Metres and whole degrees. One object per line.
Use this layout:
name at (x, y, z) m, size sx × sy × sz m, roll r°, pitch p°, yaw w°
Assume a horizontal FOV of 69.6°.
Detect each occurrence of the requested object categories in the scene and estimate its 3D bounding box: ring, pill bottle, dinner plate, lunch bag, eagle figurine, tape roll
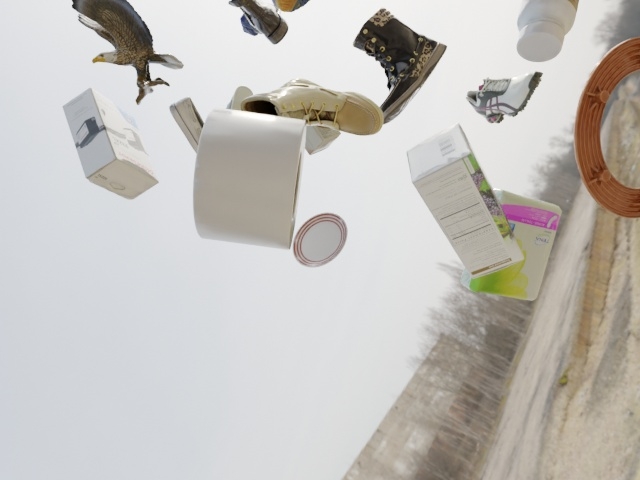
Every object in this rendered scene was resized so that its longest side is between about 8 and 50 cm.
ring at (0.613, -0.208, 0.864) m, size 0.335 × 0.032 × 0.338 m, roll -3°, pitch -81°, yaw -19°
pill bottle at (0.558, -0.565, 1.129) m, size 0.131 × 0.131 × 0.230 m, roll 49°, pitch -123°, yaw -63°
dinner plate at (0.000, 0.000, 1.044) m, size 0.141 × 0.141 × 0.017 m, roll -60°, pitch -38°, yaw -15°
lunch bag at (-0.242, -0.786, 1.640) m, size 0.099 × 0.067 × 0.065 m, roll -61°, pitch -12°, yaw -16°
eagle figurine at (-0.579, -0.580, 1.354) m, size 0.299 × 0.226 × 0.225 m, roll 66°, pitch -155°, yaw -9°
tape roll at (-0.124, -0.112, 0.858) m, size 0.246 × 0.168 × 0.247 m, roll -173°, pitch 90°, yaw -89°

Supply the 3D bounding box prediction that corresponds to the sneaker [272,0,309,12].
sneaker at (-0.035, -0.519, 0.709) m, size 0.111 × 0.130 × 0.297 m, roll -26°, pitch -34°, yaw -52°

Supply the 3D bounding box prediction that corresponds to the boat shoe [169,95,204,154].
boat shoe at (-0.395, -0.354, 1.549) m, size 0.268 × 0.088 × 0.096 m, roll 60°, pitch -172°, yaw -21°

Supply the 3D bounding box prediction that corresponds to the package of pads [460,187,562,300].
package of pads at (0.554, 0.017, 1.337) m, size 0.228 × 0.101 × 0.297 m, roll 11°, pitch -83°, yaw -20°

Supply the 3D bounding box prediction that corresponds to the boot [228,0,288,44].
boot at (-0.202, -0.640, 1.203) m, size 0.091 × 0.263 × 0.228 m, roll -48°, pitch -48°, yaw 13°

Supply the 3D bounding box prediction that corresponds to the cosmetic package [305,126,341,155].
cosmetic package at (-0.060, -0.570, 2.172) m, size 0.153 × 0.296 × 0.129 m, roll -31°, pitch -5°, yaw -42°

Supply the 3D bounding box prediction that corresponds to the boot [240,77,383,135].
boot at (-0.016, -0.269, 0.983) m, size 0.203 × 0.261 × 0.095 m, roll -39°, pitch -30°, yaw -48°

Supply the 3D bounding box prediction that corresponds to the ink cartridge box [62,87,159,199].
ink cartridge box at (-0.705, -0.321, 1.559) m, size 0.128 × 0.308 × 0.223 m, roll -30°, pitch -20°, yaw 8°

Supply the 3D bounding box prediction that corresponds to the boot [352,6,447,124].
boot at (0.233, -0.613, 1.600) m, size 0.378 × 0.284 × 0.138 m, roll -52°, pitch -1°, yaw -10°

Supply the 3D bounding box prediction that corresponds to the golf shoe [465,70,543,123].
golf shoe at (0.499, -0.402, 1.275) m, size 0.105 × 0.120 × 0.273 m, roll -62°, pitch 6°, yaw -6°

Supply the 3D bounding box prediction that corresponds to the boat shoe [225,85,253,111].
boat shoe at (-0.366, -0.494, 1.929) m, size 0.099 × 0.116 × 0.320 m, roll -22°, pitch 48°, yaw 61°

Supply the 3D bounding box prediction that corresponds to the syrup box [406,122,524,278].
syrup box at (0.234, -0.055, 0.738) m, size 0.237 × 0.096 × 0.093 m, roll 49°, pitch -152°, yaw -32°
